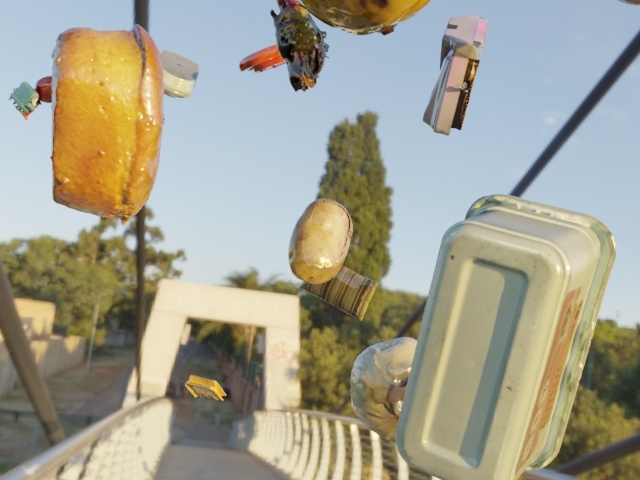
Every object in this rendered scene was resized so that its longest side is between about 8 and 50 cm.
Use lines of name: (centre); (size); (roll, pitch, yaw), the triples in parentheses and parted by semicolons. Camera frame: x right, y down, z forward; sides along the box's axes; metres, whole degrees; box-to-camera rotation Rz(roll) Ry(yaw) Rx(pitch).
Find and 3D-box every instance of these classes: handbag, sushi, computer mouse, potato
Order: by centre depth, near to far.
potato: (0.000, 0.000, 1.245); (0.107, 0.171, 0.080); (19, -34, -8)
sushi: (-0.037, -0.413, 1.428); (0.097, 0.226, 0.103); (-18, -8, 19)
handbag: (-0.259, 0.334, 1.567); (0.083, 0.027, 0.061); (4, -42, 32)
computer mouse: (-0.415, -0.468, 1.984); (0.127, 0.079, 0.231); (26, 28, -15)

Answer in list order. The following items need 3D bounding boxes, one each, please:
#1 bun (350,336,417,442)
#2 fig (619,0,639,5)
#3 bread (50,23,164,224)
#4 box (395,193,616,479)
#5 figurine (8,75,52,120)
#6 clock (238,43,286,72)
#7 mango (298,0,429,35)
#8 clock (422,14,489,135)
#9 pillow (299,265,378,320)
bun: (0.199, 0.373, 1.709); (0.272, 0.273, 0.168); (7, 7, -1)
fig: (0.439, -0.459, 1.038); (0.257, 0.159, 0.159); (41, 13, 34)
bread: (-0.338, -0.189, 1.092); (0.172, 0.313, 0.312); (5, -8, -23)
box: (0.189, 0.115, 0.757); (0.175, 0.312, 0.182); (17, 13, 27)
figurine: (-0.697, -0.366, 1.729); (0.140, 0.068, 0.075); (-36, -20, -10)
clock: (-0.121, -0.491, 1.865); (0.205, 0.051, 0.205); (-20, 12, 4)
mango: (0.027, -0.547, 1.171); (0.220, 0.445, 0.301); (-23, -17, -42)
clock: (0.274, -0.340, 1.409); (0.083, 0.187, 0.253); (14, 32, 8)
pillow: (0.046, 0.119, 1.831); (0.203, 0.113, 0.038); (27, 5, 26)
